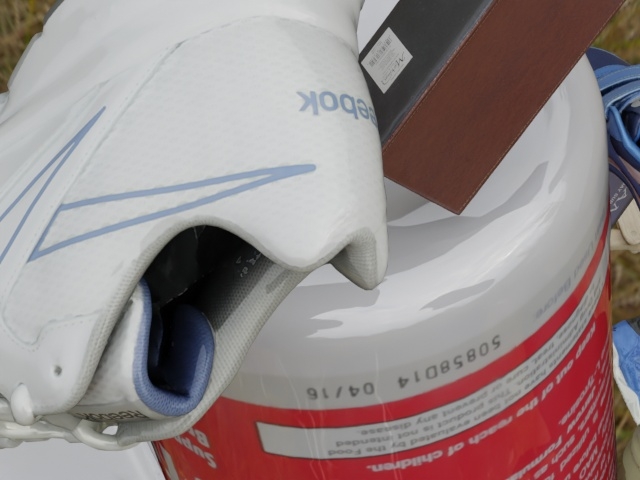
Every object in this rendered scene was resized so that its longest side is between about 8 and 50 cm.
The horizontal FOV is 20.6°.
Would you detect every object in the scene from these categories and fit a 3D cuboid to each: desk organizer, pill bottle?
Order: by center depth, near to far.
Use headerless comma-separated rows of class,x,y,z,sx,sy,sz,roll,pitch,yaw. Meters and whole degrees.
desk organizer,0.062,-0.077,0.638,0.130,0.050,0.047,-53,37,15
pill bottle,0.030,0.075,0.865,0.229,0.407,0.229,-5,49,6

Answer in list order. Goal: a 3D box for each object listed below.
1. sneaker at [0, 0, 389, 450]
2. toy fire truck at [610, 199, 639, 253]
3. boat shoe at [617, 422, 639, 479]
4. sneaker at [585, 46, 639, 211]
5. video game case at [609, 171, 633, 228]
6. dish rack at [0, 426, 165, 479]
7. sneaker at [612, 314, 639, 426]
sneaker,-0.099,0.019,0.587,0.297,0.111,0.129,-36,54,31
toy fire truck,0.239,-0.039,1.367,0.192,0.047,0.135,11,66,20
boat shoe,0.320,0.158,0.897,0.341,0.121,0.110,25,119,15
sneaker,0.154,-0.058,0.849,0.053,0.059,0.144,-29,48,-9
video game case,0.123,-0.007,1.183,0.026,0.274,0.196,40,101,27
dish rack,-0.233,0.123,1.381,0.072,0.285,0.333,-46,119,-45
sneaker,0.369,0.150,1.902,0.084,0.058,0.152,-30,76,20
